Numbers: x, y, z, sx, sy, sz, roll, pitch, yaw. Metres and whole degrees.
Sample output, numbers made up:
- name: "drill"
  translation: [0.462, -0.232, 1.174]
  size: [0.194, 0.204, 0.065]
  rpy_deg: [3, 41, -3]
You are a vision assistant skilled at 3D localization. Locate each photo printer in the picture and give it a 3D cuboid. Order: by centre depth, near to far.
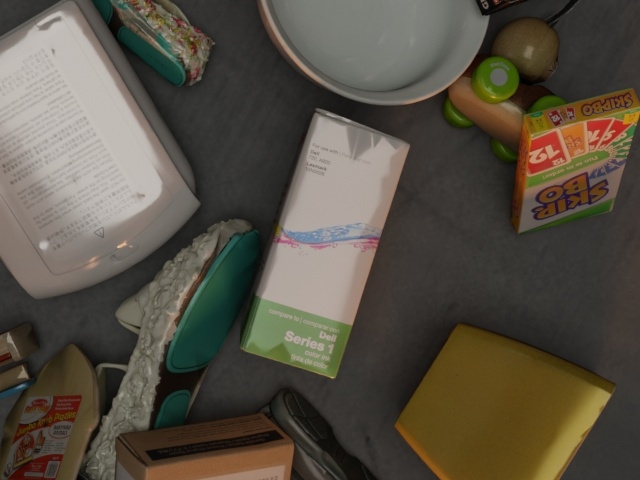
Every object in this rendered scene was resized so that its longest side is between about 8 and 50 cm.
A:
- name: "photo printer"
  translation: [-0.306, -0.099, 1.386]
  size: [0.256, 0.107, 0.307]
  rpy_deg: [-31, 101, 2]

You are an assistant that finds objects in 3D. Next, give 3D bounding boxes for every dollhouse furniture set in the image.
- name: "dollhouse furniture set"
  translation: [-0.421, 0.198, 1.386]
  size: [0.184, 0.129, 0.129]
  rpy_deg: [-23, 94, 6]

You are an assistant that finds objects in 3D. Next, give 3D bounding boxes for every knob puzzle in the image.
- name: "knob puzzle"
  translation: [-0.315, 0.218, 1.399]
  size: [0.030, 0.213, 0.213]
  rpy_deg: [32, 91, -37]

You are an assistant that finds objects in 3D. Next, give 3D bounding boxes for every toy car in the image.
- name: "toy car"
  translation: [0.256, -0.208, 1.408]
  size: [0.149, 0.155, 0.188]
  rpy_deg: [35, 78, -4]

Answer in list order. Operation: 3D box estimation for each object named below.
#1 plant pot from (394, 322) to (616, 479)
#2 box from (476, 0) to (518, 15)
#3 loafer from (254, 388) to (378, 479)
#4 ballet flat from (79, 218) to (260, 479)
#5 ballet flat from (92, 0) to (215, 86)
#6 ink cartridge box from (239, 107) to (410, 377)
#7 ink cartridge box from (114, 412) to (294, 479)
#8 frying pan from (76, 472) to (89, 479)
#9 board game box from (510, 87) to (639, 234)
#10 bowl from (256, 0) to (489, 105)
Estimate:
- name: "plant pot"
  translation: [0.206, 0.207, 1.400]
  size: [0.187, 0.212, 0.212]
  rpy_deg: [31, 91, 9]
- name: "box"
  translation: [0.244, -0.377, 1.384]
  size: [0.220, 0.051, 0.175]
  rpy_deg: [-27, 95, -35]
- name: "loafer"
  translation: [0.012, 0.307, 1.455]
  size: [0.084, 0.096, 0.267]
  rpy_deg: [-40, 87, 20]
- name: "ballet flat"
  translation: [-0.206, 0.150, 1.408]
  size: [0.147, 0.147, 0.408]
  rpy_deg: [21, 93, -4]
- name: "ballet flat"
  translation: [-0.229, -0.282, 1.417]
  size: [0.241, 0.091, 0.077]
  rpy_deg: [42, 60, -8]
- name: "ink cartridge box"
  translation: [0.000, 0.000, 1.371]
  size: [0.117, 0.201, 0.278]
  rpy_deg: [18, 91, -4]
- name: "ink cartridge box"
  translation: [-0.143, 0.335, 1.376]
  size: [0.193, 0.088, 0.234]
  rpy_deg: [-5, 111, -32]
- name: "frying pan"
  translation: [-0.341, 0.410, 1.372]
  size: [0.053, 0.197, 0.326]
  rpy_deg: [22, 118, -45]
- name: "board game box"
  translation: [0.290, -0.081, 1.364]
  size: [0.124, 0.259, 0.039]
  rpy_deg: [-14, 65, -2]
- name: "bowl"
  translation: [0.041, -0.289, 1.372]
  size: [0.298, 0.134, 0.297]
  rpy_deg: [3, 81, -22]
